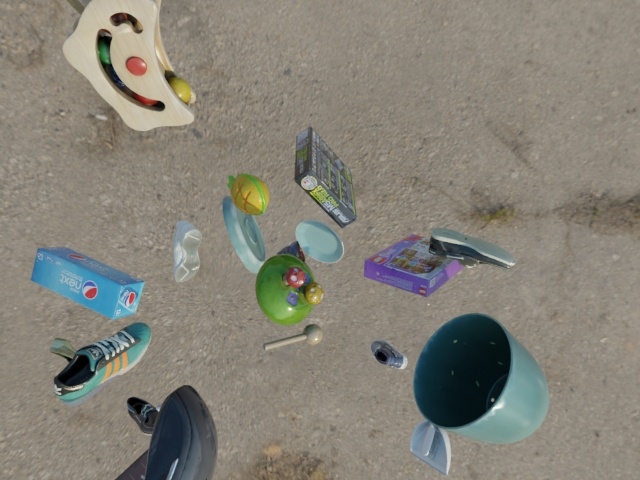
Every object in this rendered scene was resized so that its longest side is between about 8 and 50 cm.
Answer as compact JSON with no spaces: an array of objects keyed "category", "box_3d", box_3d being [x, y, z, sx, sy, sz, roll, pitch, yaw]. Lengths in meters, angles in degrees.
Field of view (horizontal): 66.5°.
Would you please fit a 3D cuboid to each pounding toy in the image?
[{"category":"pounding toy","box_3d":[-0.054,0.142,1.203,0.183,0.110,0.237,2,77,-41]},{"category":"pounding toy","box_3d":[-0.281,-0.312,0.733,0.154,0.269,0.155,-23,45,13]}]

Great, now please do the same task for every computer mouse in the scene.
[{"category":"computer mouse","box_3d":[-0.153,0.319,0.584,0.060,0.184,0.262,1,62,16]}]

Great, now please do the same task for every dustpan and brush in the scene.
[{"category":"dustpan and brush","box_3d":[0.333,0.566,1.453,0.060,0.147,0.211,20,85,-35]}]

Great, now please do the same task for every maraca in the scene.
[{"category":"maraca","box_3d":[-0.214,-0.133,1.407,0.099,0.186,0.127,-25,114,-34]}]

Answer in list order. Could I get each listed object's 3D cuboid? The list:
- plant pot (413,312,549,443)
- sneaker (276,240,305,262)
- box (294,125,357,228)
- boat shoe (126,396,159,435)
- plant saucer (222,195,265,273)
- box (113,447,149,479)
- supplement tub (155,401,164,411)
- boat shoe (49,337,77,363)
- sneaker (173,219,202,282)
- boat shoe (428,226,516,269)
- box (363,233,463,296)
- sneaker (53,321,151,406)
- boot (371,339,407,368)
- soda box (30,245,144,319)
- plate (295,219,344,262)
[{"category":"plant pot","box_3d":[0.421,0.364,1.218,0.235,0.293,0.293,33,77,-23]},{"category":"sneaker","box_3d":[-0.094,0.088,1.501,0.087,0.221,0.083,-21,116,9]},{"category":"box","box_3d":[0.015,-0.192,1.455,0.060,0.270,0.216,-32,123,22]},{"category":"boat shoe","box_3d":[-0.553,0.547,1.535,0.075,0.206,0.065,-37,119,-36]},{"category":"plant saucer","box_3d":[-0.280,-0.029,1.855,0.044,0.317,0.317,-21,87,9]},{"category":"box","box_3d":[-0.507,0.719,1.199,0.191,0.143,0.381,42,44,8]},{"category":"supplement tub","box_3d":[-0.565,0.623,1.761,0.071,0.107,0.071,0,87,4]},{"category":"boat shoe","box_3d":[-0.766,0.355,1.491,0.056,0.153,0.048,0,47,16]},{"category":"sneaker","box_3d":[-0.292,0.023,1.052,0.054,0.152,0.061,-11,42,-40]},{"category":"boat shoe","box_3d":[0.410,0.035,1.332,0.233,0.084,0.079,19,117,22]},{"category":"box","box_3d":[0.289,0.064,1.433,0.293,0.201,0.057,-23,122,-48]},{"category":"sneaker","box_3d":[-0.611,0.332,1.388,0.108,0.121,0.302,32,54,18]},{"category":"boot","box_3d":[0.213,0.385,1.693,0.086,0.190,0.069,20,87,-29]},{"category":"soda box","box_3d":[-0.456,0.079,0.954,0.210,0.067,0.071,20,98,17]},{"category":"plate","box_3d":[0.000,0.000,1.679,0.188,0.188,0.024,42,49,-4]}]
